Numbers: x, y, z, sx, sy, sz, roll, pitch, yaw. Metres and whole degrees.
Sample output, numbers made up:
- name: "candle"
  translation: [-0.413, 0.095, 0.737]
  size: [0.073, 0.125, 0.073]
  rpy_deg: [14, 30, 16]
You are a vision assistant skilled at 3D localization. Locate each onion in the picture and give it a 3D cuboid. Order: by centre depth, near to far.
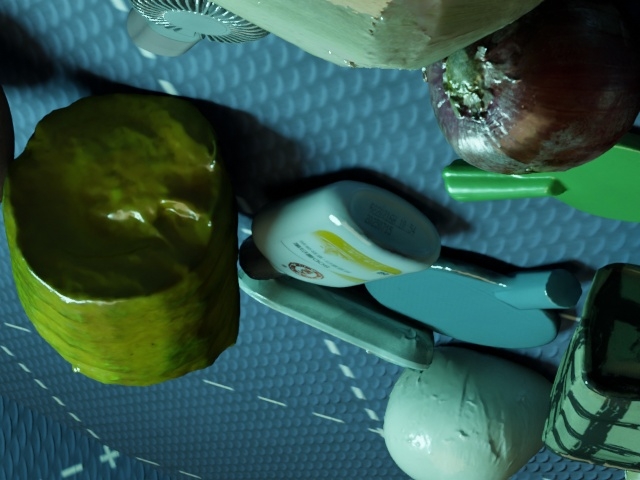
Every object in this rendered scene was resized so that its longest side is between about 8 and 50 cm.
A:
- name: "onion"
  translation: [0.175, -0.123, 1.380]
  size: [0.195, 0.159, 0.159]
  rpy_deg: [-6, 176, -30]

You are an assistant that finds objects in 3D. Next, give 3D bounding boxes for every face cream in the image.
- name: "face cream"
  translation: [0.000, 0.000, 2.003]
  size: [0.144, 0.071, 0.291]
  rpy_deg: [30, 160, -24]

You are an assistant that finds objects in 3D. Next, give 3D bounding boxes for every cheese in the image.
- name: "cheese"
  translation: [0.170, 0.209, 2.260]
  size: [0.198, 0.189, 0.154]
  rpy_deg: [12, 127, 23]

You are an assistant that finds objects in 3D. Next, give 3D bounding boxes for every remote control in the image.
- name: "remote control"
  translation: [0.021, 0.081, 2.194]
  size: [0.247, 0.052, 0.104]
  rpy_deg: [25, -169, -9]

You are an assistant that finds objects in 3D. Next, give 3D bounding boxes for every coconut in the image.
- name: "coconut"
  translation: [0.037, -0.205, 1.173]
  size: [0.234, 0.224, 0.224]
  rpy_deg: [23, 162, -11]

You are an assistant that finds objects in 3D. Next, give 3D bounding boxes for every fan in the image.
- name: "fan"
  translation: [-0.108, -0.199, 1.573]
  size: [0.130, 0.074, 0.244]
  rpy_deg: [15, 169, -17]

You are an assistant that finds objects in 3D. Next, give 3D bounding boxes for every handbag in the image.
- name: "handbag"
  translation: [0.395, 0.149, 1.864]
  size: [0.327, 0.162, 0.325]
  rpy_deg: [14, 163, 4]

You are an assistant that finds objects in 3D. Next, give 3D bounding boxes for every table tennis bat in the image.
- name: "table tennis bat"
  translation: [0.221, -0.055, 1.673]
  size: [0.257, 0.039, 0.160]
  rpy_deg: [0, 153, 36]
- name: "table tennis bat"
  translation: [0.171, 0.062, 2.044]
  size: [0.215, 0.044, 0.329]
  rpy_deg: [29, 163, -20]

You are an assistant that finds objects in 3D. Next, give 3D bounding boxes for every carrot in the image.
- name: "carrot"
  translation: [-0.199, 0.005, 1.978]
  size: [0.241, 0.241, 0.340]
  rpy_deg: [19, 157, 6]

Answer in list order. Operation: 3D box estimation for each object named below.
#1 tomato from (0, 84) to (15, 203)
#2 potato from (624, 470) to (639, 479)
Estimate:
- name: "tomato"
  translation: [-0.427, -0.099, 1.909]
  size: [0.224, 0.255, 0.256]
  rpy_deg: [-9, -174, -42]
- name: "potato"
  translation: [0.477, 0.280, 2.084]
  size: [0.211, 0.189, 0.264]
  rpy_deg: [35, 157, -35]
